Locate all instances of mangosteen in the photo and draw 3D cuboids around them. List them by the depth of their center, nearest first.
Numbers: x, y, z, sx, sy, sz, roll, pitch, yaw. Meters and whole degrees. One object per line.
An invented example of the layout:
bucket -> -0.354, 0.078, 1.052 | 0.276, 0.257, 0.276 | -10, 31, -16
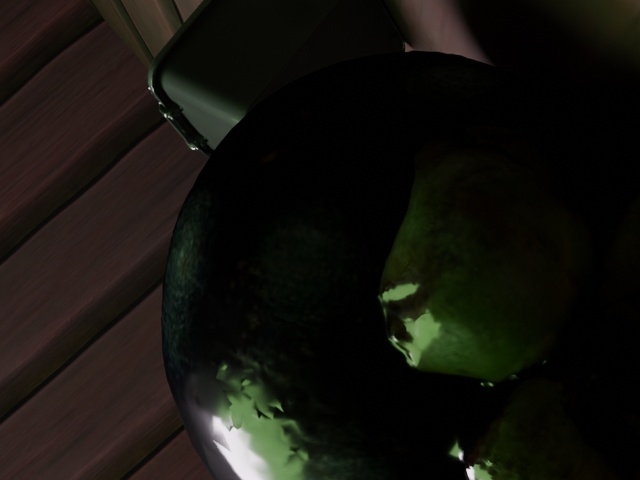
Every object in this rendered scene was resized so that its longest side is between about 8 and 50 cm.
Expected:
mangosteen -> 0.052, 0.033, 0.609 | 0.243, 0.243, 0.243 | 49, 177, 4

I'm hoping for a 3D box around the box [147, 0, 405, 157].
box -> -0.018, -0.091, 0.792 | 0.069, 0.122, 0.084 | 32, 168, 37
